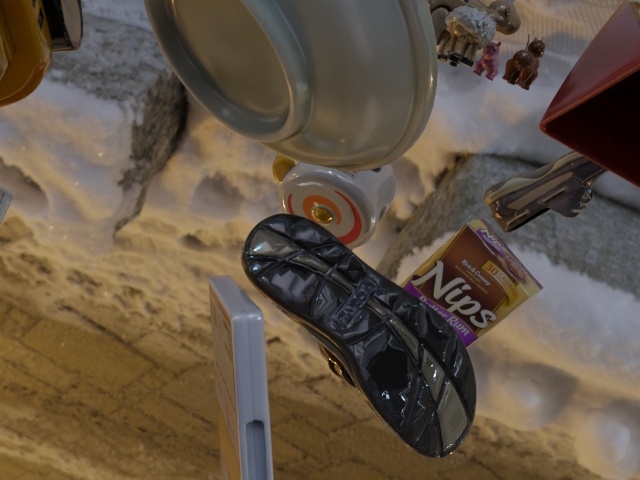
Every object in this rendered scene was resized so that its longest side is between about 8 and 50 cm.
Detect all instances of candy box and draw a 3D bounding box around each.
[{"bbox_3d":[0.156,0.074,0.787,0.109,0.053,0.186,52,122,17],"label":"candy box"}]

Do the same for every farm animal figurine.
[{"bbox_3d":[0.330,-0.467,1.424,0.327,0.330,0.172,11,108,-35],"label":"farm animal figurine"}]

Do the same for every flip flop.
[{"bbox_3d":[0.034,0.088,0.628,0.277,0.112,0.080,41,156,7],"label":"flip flop"}]

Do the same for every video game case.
[{"bbox_3d":[-0.066,0.182,0.549,0.025,0.204,0.285,-4,95,-14],"label":"video game case"}]

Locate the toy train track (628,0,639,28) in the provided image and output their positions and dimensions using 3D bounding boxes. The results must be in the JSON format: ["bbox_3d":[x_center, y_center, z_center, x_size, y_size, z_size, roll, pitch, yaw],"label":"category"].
[{"bbox_3d":[0.201,-0.120,0.389,0.014,0.048,0.083,10,165,43],"label":"toy train track"}]

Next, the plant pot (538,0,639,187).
[{"bbox_3d":[0.465,-0.207,0.753,0.267,0.235,0.267,27,165,-9],"label":"plant pot"}]

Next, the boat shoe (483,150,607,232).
[{"bbox_3d":[0.532,-0.112,1.427,0.355,0.132,0.130,-24,81,40],"label":"boat shoe"}]

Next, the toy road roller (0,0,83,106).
[{"bbox_3d":[-0.368,-0.282,0.631,0.202,0.240,0.329,-4,129,-4],"label":"toy road roller"}]

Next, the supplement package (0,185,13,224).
[{"bbox_3d":[-0.505,-0.045,0.725,0.194,0.149,0.203,15,166,14],"label":"supplement package"}]

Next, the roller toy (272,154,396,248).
[{"bbox_3d":[0.028,-0.086,1.192,0.191,0.146,0.209,-2,131,34],"label":"roller toy"}]

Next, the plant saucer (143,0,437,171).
[{"bbox_3d":[-0.073,-0.213,0.671,0.400,0.100,0.400,36,154,21],"label":"plant saucer"}]
